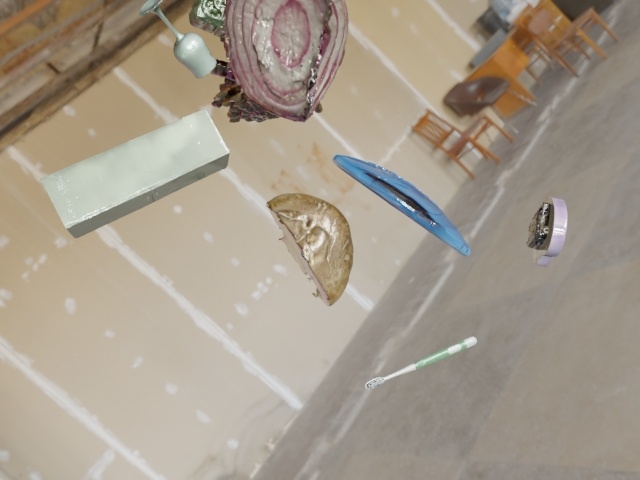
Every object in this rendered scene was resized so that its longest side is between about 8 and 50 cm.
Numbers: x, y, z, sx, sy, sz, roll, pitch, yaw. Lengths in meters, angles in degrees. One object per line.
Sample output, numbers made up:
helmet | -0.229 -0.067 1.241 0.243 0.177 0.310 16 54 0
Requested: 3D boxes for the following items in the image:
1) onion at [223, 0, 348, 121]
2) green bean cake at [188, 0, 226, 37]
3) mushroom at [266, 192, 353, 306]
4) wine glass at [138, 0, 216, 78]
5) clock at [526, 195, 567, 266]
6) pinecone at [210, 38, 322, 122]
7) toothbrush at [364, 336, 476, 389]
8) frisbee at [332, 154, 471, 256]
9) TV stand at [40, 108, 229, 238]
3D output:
onion | -0.065 -0.426 1.279 0.146 0.280 0.314 -27 -39 -43
green bean cake | -0.230 -0.611 1.625 0.094 0.181 0.173 8 77 69
mushroom | 0.000 0.000 1.467 0.151 0.286 0.156 -30 -4 -13
wine glass | -0.324 -0.467 1.452 0.079 0.195 0.079 -22 43 22
clock | 0.559 -0.033 1.570 0.198 0.064 0.172 79 -158 -72
pinecone | -0.155 -0.531 1.838 0.384 0.384 0.384 -46 6 6
toothbrush | 0.204 0.244 1.259 0.257 0.018 0.024 -19 -10 -17
frisbee | 0.123 -0.061 0.910 0.045 0.242 0.242 -56 5 6
TV stand | -0.282 -0.105 0.988 0.269 0.088 0.083 -27 -6 -14
